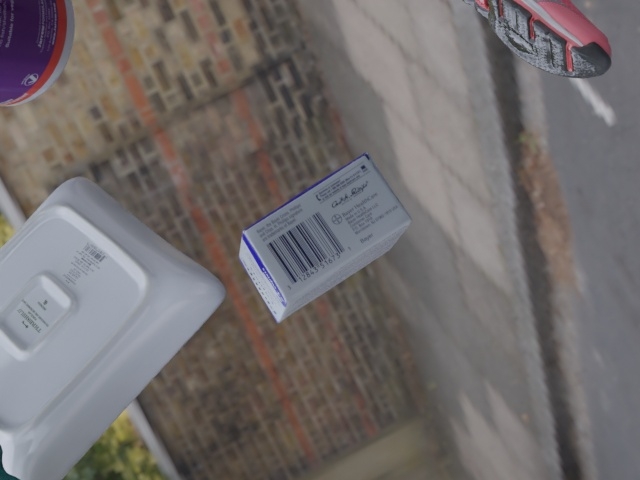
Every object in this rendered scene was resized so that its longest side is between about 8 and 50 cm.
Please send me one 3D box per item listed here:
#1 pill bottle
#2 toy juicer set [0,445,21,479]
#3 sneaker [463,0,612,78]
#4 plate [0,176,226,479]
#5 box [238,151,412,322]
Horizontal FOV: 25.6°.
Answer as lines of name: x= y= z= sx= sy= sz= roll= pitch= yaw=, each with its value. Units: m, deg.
pill bottle: x=-0.411 y=-0.233 z=1.448 sx=0.181 sy=0.181 sz=0.323 roll=62 pitch=-156 yaw=10
toy juicer set: x=-0.320 y=0.276 z=1.170 sx=0.329 sy=0.209 sz=0.089 roll=57 pitch=-176 yaw=30
sneaker: x=0.221 y=-0.312 z=1.580 sx=0.314 sy=0.136 sz=0.116 roll=41 pitch=173 yaw=14
plate: x=-0.265 y=0.079 z=1.357 sx=0.277 sy=0.278 sz=0.045 roll=35 pitch=168 yaw=41
box: x=0.000 y=0.000 z=1.191 sx=0.072 sy=0.126 sz=0.137 roll=56 pitch=170 yaw=6
